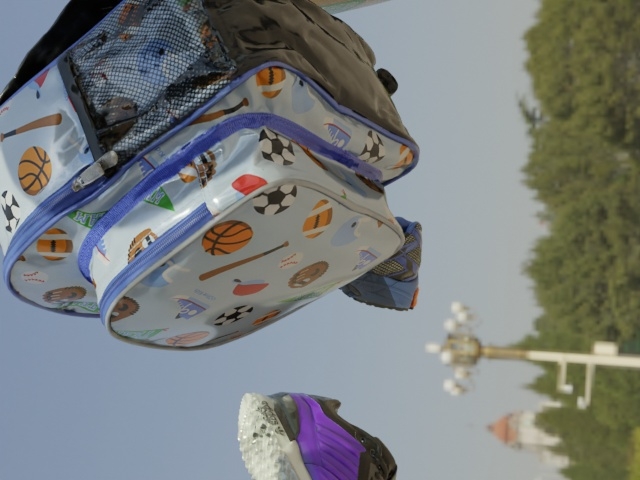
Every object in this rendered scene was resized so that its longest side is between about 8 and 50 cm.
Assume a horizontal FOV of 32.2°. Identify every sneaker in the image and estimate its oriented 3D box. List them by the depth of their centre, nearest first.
[{"bbox_3d":[0.000,0.000,0.967,0.221,0.083,0.087,11,-81,-37],"label":"sneaker"},{"bbox_3d":[0.023,0.262,1.146,0.293,0.146,0.102,-118,36,-45],"label":"sneaker"}]

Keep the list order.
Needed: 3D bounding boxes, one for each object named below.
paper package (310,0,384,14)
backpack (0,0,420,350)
[{"bbox_3d":[-0.018,-0.378,1.094,0.168,0.325,0.309,-6,100,66],"label":"paper package"},{"bbox_3d":[-0.088,-0.042,0.748,0.276,0.263,0.213,27,-138,-54],"label":"backpack"}]
